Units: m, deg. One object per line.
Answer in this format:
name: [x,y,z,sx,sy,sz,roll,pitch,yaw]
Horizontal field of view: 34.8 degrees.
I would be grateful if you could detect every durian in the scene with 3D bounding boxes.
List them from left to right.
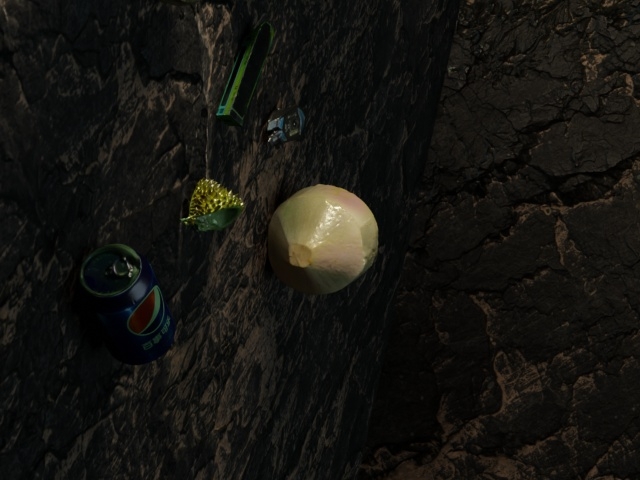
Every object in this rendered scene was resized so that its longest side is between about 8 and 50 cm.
durian: [-0.198,-0.056,1.880,0.100,0.086,0.215,-63,166,2]

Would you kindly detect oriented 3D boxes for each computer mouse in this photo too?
computer mouse: [-0.082,-0.245,2.168,0.135,0.047,0.079,-37,127,-49]

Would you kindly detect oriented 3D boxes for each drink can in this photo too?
drink can: [-0.299,0.100,1.579,0.205,0.118,0.118,78,30,-53]

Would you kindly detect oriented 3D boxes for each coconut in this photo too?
coconut: [0.000,0.000,2.313,0.259,0.259,0.259,13,90,-74]

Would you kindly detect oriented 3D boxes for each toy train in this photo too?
toy train: [-0.142,-0.315,1.914,0.044,0.042,0.209,39,62,-49]

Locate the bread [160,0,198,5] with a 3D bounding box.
bread: [-0.231,-0.392,1.534,0.214,0.053,0.073,-20,119,-68]
